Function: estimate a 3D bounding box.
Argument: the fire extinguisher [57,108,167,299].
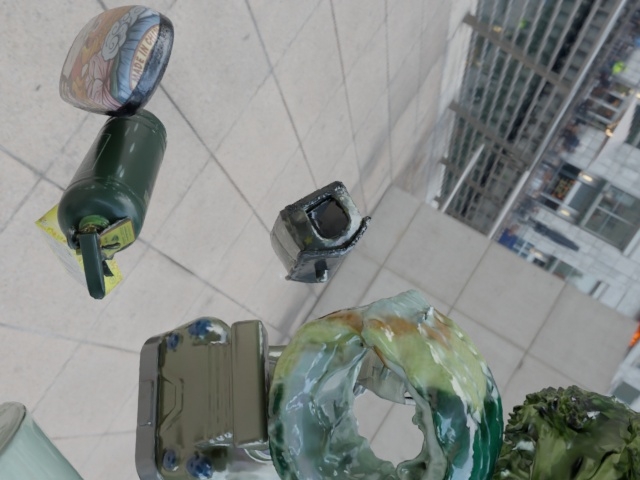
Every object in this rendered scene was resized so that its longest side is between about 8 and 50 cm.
[{"bbox_3d":[-0.255,-0.061,0.743,0.311,0.095,0.115,-99,-175,-58],"label":"fire extinguisher"}]

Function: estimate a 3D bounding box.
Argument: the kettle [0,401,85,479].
[{"bbox_3d":[-0.206,0.306,0.380,0.265,0.318,0.205,-36,-163,-9],"label":"kettle"}]

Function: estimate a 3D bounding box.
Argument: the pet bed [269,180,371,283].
[{"bbox_3d":[0.000,0.000,1.278,0.183,0.159,0.211,-28,170,-22],"label":"pet bed"}]

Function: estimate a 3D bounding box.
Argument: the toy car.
[{"bbox_3d":[-0.096,0.253,0.899,0.336,0.226,0.242,37,40,-53],"label":"toy car"}]

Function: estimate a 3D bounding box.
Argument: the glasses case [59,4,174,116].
[{"bbox_3d":[-0.270,-0.225,0.762,0.082,0.321,0.122,20,90,-35],"label":"glasses case"}]

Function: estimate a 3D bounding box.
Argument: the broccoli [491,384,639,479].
[{"bbox_3d":[0.315,0.307,0.680,0.288,0.235,0.260,103,11,-54],"label":"broccoli"}]

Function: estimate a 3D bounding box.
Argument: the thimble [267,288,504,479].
[{"bbox_3d":[0.076,0.203,0.699,0.167,0.254,0.288,-6,100,-62],"label":"thimble"}]

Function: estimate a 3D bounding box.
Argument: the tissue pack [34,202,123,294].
[{"bbox_3d":[-0.414,0.020,1.037,0.062,0.095,0.176,-48,161,-28],"label":"tissue pack"}]

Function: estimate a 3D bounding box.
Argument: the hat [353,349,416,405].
[{"bbox_3d":[0.154,0.219,1.000,0.275,0.231,0.161,94,4,-63],"label":"hat"}]
